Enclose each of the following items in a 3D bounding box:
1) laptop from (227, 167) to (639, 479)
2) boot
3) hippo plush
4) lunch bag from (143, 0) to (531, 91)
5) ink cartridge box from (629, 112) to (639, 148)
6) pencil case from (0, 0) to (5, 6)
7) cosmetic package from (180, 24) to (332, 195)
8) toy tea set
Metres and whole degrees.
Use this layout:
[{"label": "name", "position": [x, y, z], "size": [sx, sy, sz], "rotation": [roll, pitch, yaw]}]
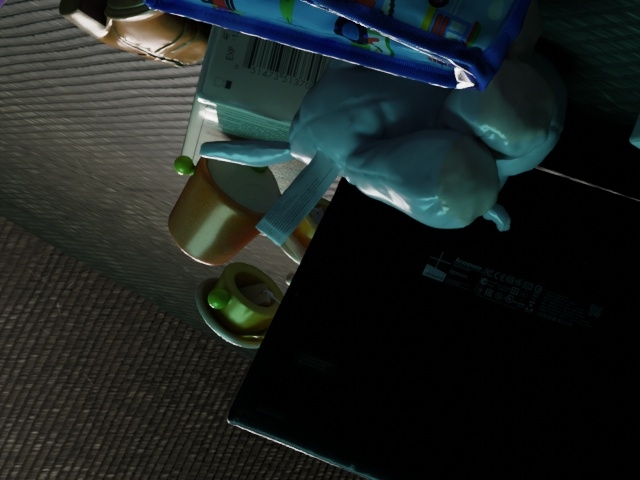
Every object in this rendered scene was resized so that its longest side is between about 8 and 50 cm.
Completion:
[{"label": "laptop", "position": [0.192, 0.086, 1.704], "size": [0.382, 0.408, 0.236], "rotation": [19, 164, 23]}, {"label": "boot", "position": [-0.163, -0.233, 1.890], "size": [0.152, 0.073, 0.197], "rotation": [25, 169, -34]}, {"label": "hippo plush", "position": [0.112, -0.078, 1.537], "size": [0.236, 0.294, 0.234], "rotation": [27, -160, -53]}, {"label": "lunch bag", "position": [0.041, -0.226, 1.142], "size": [0.293, 0.221, 0.138], "rotation": [21, 166, 20]}, {"label": "ink cartridge box", "position": [0.431, -0.045, 1.500], "size": [0.275, 0.060, 0.239], "rotation": [31, 165, -22]}, {"label": "pencil case", "position": [-0.284, -0.281, 1.612], "size": [0.088, 0.206, 0.086], "rotation": [23, 154, 23]}, {"label": "cosmetic package", "position": [-0.051, -0.145, 1.821], "size": [0.153, 0.129, 0.296], "rotation": [15, 168, -6]}, {"label": "toy tea set", "position": [0.000, 0.000, 1.815], "size": [0.336, 0.124, 0.200], "rotation": [2, -134, -47]}]
